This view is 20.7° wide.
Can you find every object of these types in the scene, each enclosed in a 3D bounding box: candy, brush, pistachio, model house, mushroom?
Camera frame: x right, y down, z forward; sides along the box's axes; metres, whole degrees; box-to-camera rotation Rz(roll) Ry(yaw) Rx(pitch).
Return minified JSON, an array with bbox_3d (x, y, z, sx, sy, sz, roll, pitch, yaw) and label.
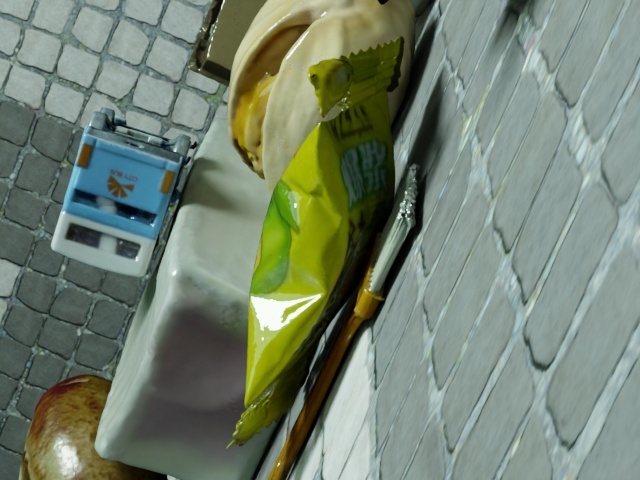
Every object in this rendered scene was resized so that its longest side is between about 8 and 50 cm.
[{"bbox_3d":[-0.087,0.054,1.607,0.359,0.145,0.208,-82,14,-65],"label":"candy"},{"bbox_3d":[0.009,0.089,1.282,0.090,0.017,0.314,-75,8,-60],"label":"brush"},{"bbox_3d":[0.000,0.000,1.302,0.187,0.081,0.297,-36,-39,-69],"label":"candy"},{"bbox_3d":[-0.001,-0.127,1.513,0.157,0.157,0.229,-79,9,-56],"label":"pistachio"},{"bbox_3d":[-0.034,-0.214,1.852,0.248,0.180,0.176,165,126,-80],"label":"model house"},{"bbox_3d":[-0.225,0.252,1.627,0.267,0.254,0.267,-176,90,-65],"label":"mushroom"}]

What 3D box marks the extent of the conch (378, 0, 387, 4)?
[{"bbox_3d":[0.066,-0.295,1.091,0.186,0.240,0.313,-38,-30,-66],"label":"conch"}]

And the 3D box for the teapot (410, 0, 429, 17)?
[{"bbox_3d":[0.057,-0.241,1.596,0.145,0.092,0.226,-75,7,-60],"label":"teapot"}]

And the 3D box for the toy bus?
[{"bbox_3d":[-0.185,-0.050,1.658,0.297,0.106,0.131,-129,57,-84],"label":"toy bus"}]
